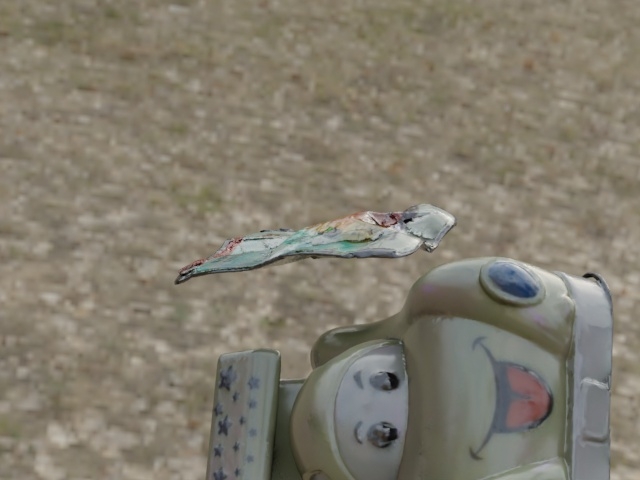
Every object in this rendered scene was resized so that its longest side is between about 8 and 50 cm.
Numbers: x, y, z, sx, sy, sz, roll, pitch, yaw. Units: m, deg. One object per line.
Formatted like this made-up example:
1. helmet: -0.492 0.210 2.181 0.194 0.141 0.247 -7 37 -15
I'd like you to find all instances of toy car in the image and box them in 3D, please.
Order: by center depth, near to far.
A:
1. toy car: 0.067 0.153 1.307 0.226 0.242 0.336 13 -21 -22

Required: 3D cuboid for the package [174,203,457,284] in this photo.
1. package: 0.000 0.000 1.412 0.232 0.040 0.166 -5 11 27
